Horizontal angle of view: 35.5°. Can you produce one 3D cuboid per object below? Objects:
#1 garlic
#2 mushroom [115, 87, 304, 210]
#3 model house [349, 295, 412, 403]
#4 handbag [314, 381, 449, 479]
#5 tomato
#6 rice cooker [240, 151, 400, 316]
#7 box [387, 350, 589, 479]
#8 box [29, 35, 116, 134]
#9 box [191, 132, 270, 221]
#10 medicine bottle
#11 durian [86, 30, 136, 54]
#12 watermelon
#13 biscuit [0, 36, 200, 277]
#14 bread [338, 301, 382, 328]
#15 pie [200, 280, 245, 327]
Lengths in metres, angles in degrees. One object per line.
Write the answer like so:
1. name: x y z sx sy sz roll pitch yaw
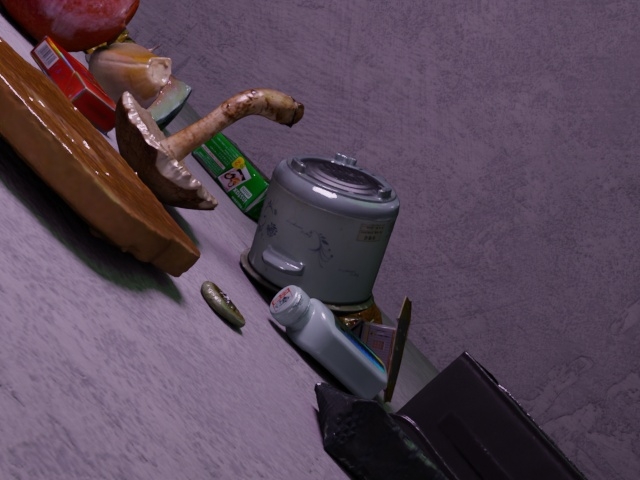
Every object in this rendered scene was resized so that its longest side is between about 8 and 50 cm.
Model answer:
1. garlic: -0.378 -0.332 1.985 0.145 0.164 0.245 65 -5 -27
2. mushroom: -0.210 -0.192 1.659 0.208 0.302 0.233 7 -39 38
3. model house: 0.089 0.199 1.924 0.136 0.207 0.219 10 -2 10
4. handbag: 0.091 0.294 1.328 0.270 0.088 0.175 47 -4 0
5. tomato: -0.511 -0.458 1.883 0.309 0.170 0.309 18 -24 8
6. rice cooker: 0.000 0.000 1.850 0.264 0.317 0.316 26 -5 23
7. box: 0.288 0.380 1.601 0.345 0.204 0.251 49 4 31
8. box: -0.423 -0.272 1.743 0.175 0.048 0.112 49 4 34
9. box: -0.214 -0.169 2.647 0.250 0.103 0.180 46 3 19
10. medicine bottle: 0.011 0.168 1.680 0.229 0.083 0.121 46 2 -26
11. durian: -0.498 -0.464 2.506 0.341 0.112 0.191 48 1 -11
12. watermelon: -0.441 -0.379 2.376 0.256 0.140 0.193 38 -3 -12
13. biscuit: -0.310 -0.113 1.193 0.385 0.062 0.365 48 1 19
14. bread: 0.087 0.182 2.125 0.140 0.069 0.128 46 35 -54
15. pie: -0.133 0.087 1.384 0.084 0.021 0.084 47 4 -4
